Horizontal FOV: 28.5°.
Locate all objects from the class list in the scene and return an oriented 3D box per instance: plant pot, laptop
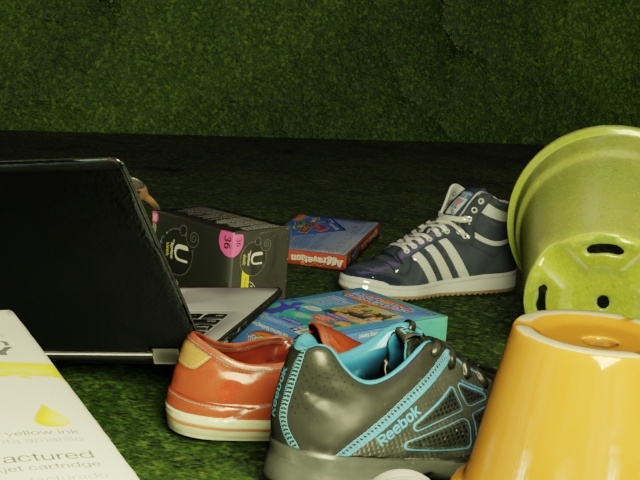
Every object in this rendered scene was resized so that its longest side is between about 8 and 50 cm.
[{"bbox_3d":[0.199,0.158,0.951,0.205,0.188,0.205,3,12,-1],"label":"plant pot"},{"bbox_3d":[0.350,0.026,1.531,0.276,0.276,0.254,6,23,13],"label":"plant pot"},{"bbox_3d":[-0.287,0.002,1.327,0.381,0.237,0.408,0,12,16],"label":"laptop"}]

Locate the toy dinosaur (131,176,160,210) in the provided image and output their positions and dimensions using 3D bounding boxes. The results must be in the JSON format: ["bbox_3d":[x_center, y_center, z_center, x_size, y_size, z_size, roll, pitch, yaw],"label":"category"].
[{"bbox_3d":[-0.332,-0.038,1.919,0.200,0.127,0.295,11,0,1],"label":"toy dinosaur"}]

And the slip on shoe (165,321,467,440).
[{"bbox_3d":[0.014,0.133,1.232,0.331,0.101,0.123,1,10,-18],"label":"slip on shoe"}]

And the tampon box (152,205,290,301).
[{"bbox_3d":[-0.132,0.028,1.631,0.161,0.121,0.101,14,15,43],"label":"tampon box"}]

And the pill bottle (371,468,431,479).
[{"bbox_3d":[0.060,0.217,0.877,0.086,0.086,0.152,3,12,-1],"label":"pill bottle"}]

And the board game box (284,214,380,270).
[{"bbox_3d":[0.000,0.000,2.034,0.145,0.027,0.281,8,12,12],"label":"board game box"}]

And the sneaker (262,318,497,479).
[{"bbox_3d":[0.114,0.144,1.115,0.340,0.140,0.125,-2,11,-32],"label":"sneaker"}]

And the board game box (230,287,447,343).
[{"bbox_3d":[0.020,0.105,1.490,0.210,0.047,0.160,-7,15,-38],"label":"board game box"}]

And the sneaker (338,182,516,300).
[{"bbox_3d":[0.155,-0.001,1.775,0.282,0.153,0.099,-2,13,-26],"label":"sneaker"}]

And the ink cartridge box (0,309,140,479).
[{"bbox_3d":[-0.293,0.173,0.800,0.279,0.161,0.384,-2,13,-25],"label":"ink cartridge box"}]
